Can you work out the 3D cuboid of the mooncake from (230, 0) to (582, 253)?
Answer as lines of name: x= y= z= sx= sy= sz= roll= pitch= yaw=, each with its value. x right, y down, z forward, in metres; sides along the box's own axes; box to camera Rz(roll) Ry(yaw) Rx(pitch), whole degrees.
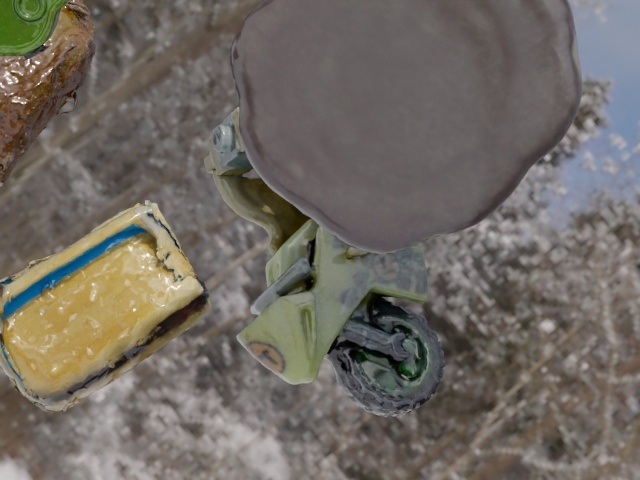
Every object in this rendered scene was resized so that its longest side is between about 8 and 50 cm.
mooncake: x=0.074 y=-0.139 z=1.179 sx=0.306 sy=0.306 sz=0.154 roll=54 pitch=3 yaw=-2

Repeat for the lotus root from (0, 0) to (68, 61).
lotus root: x=-0.298 y=-0.251 z=1.180 sx=0.186 sy=0.186 sz=0.186 roll=46 pitch=-19 yaw=21

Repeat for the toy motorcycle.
toy motorcycle: x=0.000 y=0.000 z=1.486 sx=0.169 sy=0.237 sz=0.410 roll=-42 pitch=-127 yaw=51

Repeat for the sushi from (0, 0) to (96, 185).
sushi: x=-0.370 y=-0.186 z=1.512 sx=0.179 sy=0.296 sz=0.167 roll=33 pitch=-14 yaw=3

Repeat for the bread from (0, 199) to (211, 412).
bread: x=-0.112 y=0.034 z=0.656 sx=0.072 sy=0.106 sz=0.053 roll=60 pitch=-12 yaw=-7
